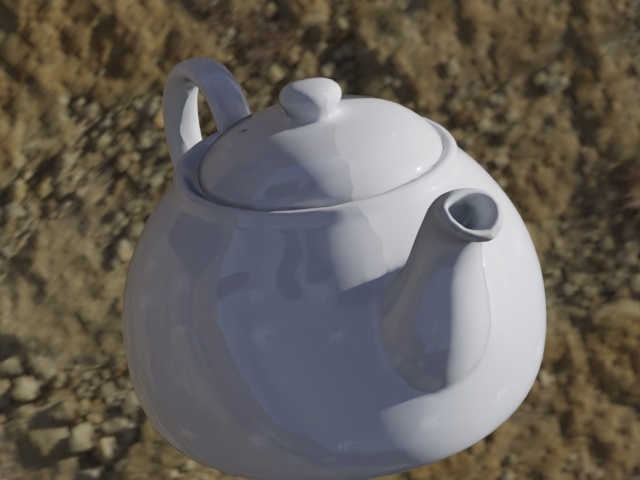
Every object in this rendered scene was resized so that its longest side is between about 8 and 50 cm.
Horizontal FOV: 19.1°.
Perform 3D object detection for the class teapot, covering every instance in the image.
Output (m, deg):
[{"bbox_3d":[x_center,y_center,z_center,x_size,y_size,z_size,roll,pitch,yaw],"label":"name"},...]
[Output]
[{"bbox_3d":[0.000,0.000,1.043,0.252,0.256,0.187,-57,142,-61],"label":"teapot"}]
